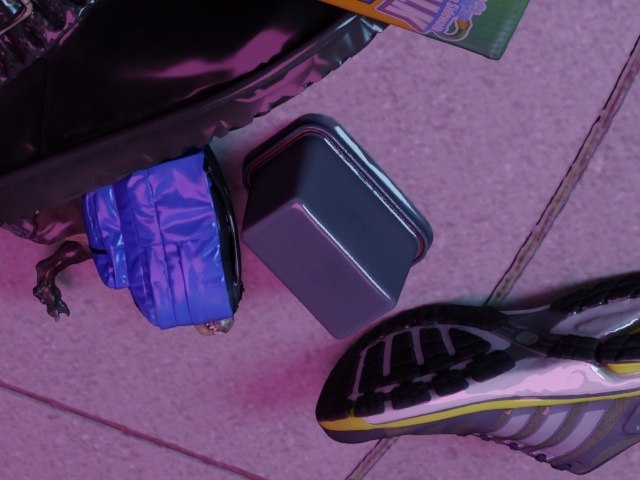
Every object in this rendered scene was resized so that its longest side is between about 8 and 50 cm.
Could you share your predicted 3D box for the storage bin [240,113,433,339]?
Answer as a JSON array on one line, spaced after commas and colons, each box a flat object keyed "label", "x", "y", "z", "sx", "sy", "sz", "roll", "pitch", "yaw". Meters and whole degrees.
[{"label": "storage bin", "x": 0.000, "y": 0.000, "z": 1.287, "sx": 0.098, "sy": 0.091, "sz": 0.135, "roll": -33, "pitch": 110, "yaw": 27}]

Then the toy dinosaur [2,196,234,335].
[{"label": "toy dinosaur", "x": -0.183, "y": -0.012, "z": 1.335, "sx": 0.268, "sy": 0.064, "sz": 0.118, "roll": 42, "pitch": 106, "yaw": -16}]

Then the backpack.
[{"label": "backpack", "x": -0.103, "y": -0.001, "z": 1.271, "sx": 0.101, "sy": 0.098, "sz": 0.120, "roll": -13, "pitch": 105, "yaw": 4}]

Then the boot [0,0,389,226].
[{"label": "boot", "x": -0.135, "y": -0.180, "z": 1.175, "sx": 0.348, "sy": 0.131, "sz": 0.260, "roll": -23, "pitch": 106, "yaw": 13}]

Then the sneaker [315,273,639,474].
[{"label": "sneaker", "x": 0.142, "y": 0.114, "z": 1.326, "sx": 0.300, "sy": 0.111, "sz": 0.121, "roll": -8, "pitch": 125, "yaw": 18}]

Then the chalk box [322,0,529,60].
[{"label": "chalk box", "x": 0.065, "y": -0.232, "z": 1.036, "sx": 0.289, "sy": 0.180, "sz": 0.179, "roll": 20, "pitch": 157, "yaw": -1}]
